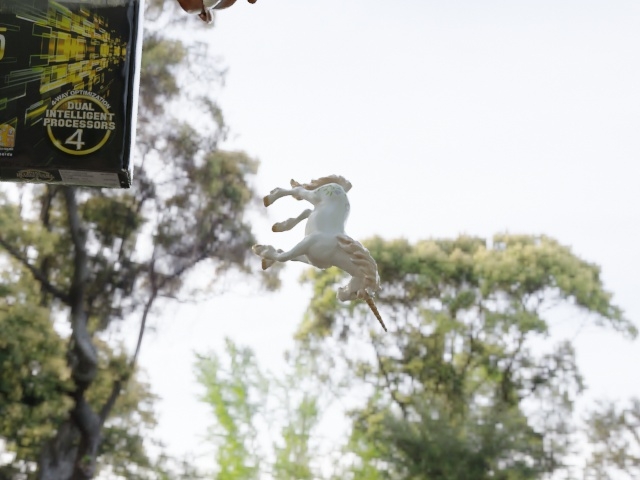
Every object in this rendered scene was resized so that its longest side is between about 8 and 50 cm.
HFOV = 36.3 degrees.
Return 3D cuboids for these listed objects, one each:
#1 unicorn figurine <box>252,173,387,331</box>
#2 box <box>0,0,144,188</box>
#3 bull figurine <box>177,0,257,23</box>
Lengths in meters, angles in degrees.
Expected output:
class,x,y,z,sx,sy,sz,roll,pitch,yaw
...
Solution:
class,x,y,z,sx,sy,sz,roll,pitch,yaw
unicorn figurine,0.000,0.000,0.872,0.111,0.161,0.060,-5,-27,15
box,-0.458,-0.242,1.392,0.395,0.318,0.097,3,-16,-5
bull figurine,-0.144,-0.403,1.106,0.188,0.101,0.310,22,-48,58
